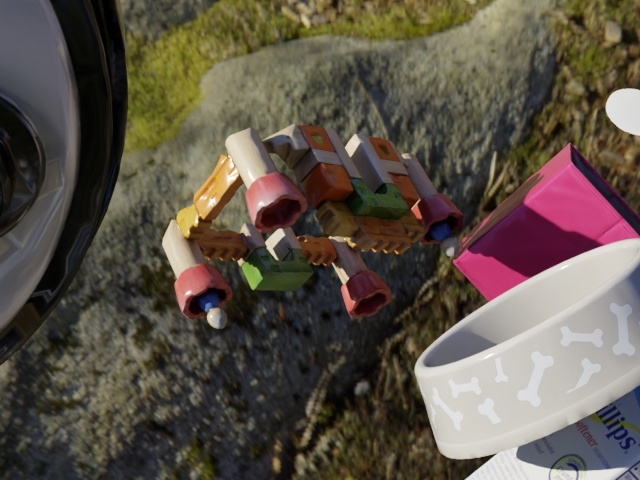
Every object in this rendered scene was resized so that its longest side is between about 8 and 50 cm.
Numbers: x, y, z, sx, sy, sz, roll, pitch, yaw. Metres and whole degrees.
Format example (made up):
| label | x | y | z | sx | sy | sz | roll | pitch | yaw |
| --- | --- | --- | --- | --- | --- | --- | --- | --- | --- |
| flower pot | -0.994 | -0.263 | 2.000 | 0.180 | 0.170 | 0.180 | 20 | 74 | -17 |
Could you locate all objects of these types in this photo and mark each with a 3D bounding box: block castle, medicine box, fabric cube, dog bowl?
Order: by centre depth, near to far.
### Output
| label | x | y | z | sx | sy | sz | roll | pitch | yaw |
| --- | --- | --- | --- | --- | --- | --- | --- | --- | --- |
| dog bowl | 0.262 | 0.114 | 1.232 | 0.348 | 0.349 | 0.102 | -30 | 92 | -7 |
| medicine box | 0.352 | 0.334 | 1.294 | 0.289 | 0.263 | 0.149 | -41 | 27 | 8 |
| block castle | 0.000 | 0.000 | 1.751 | 0.303 | 0.453 | 0.213 | -49 | 55 | 32 |
| fabric cube | 0.419 | 0.021 | 1.855 | 0.258 | 0.254 | 0.259 | -43 | 91 | 17 |

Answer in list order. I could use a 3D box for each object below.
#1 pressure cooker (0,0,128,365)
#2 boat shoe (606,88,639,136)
| label | x | y | z | sx | sy | sz | roll | pitch | yaw |
| --- | --- | --- | --- | --- | --- | --- | --- | --- | --- |
| pressure cooker | -0.272 | -0.110 | 0.499 | 0.375 | 0.370 | 0.420 | -32 | 35 | 7 |
| boat shoe | 0.384 | -0.129 | 1.201 | 0.142 | 0.040 | 0.049 | 33 | 99 | 42 |
